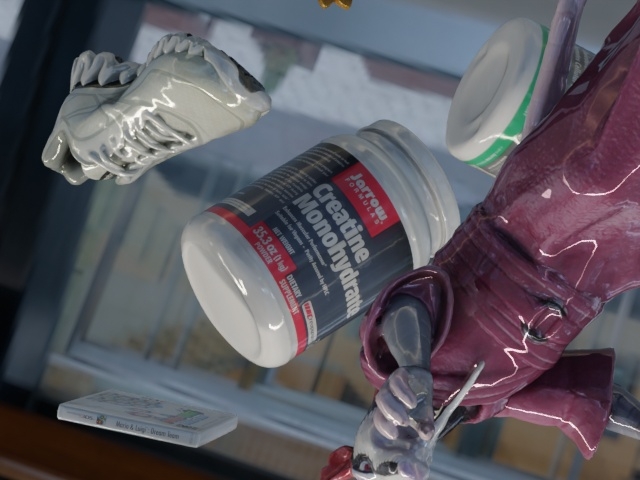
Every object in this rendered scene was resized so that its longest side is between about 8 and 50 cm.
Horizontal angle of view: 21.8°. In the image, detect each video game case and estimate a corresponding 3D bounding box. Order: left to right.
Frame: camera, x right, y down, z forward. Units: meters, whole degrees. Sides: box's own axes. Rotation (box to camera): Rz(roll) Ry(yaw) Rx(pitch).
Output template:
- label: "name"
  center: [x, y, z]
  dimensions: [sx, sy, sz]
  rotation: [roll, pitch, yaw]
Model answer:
- label: "video game case"
  center: [-0.169, 0.175, 1.653]
  dimensions: [0.143, 0.019, 0.157]
  rotation: [11, -178, 11]

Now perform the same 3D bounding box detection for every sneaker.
- label: "sneaker"
  center: [-0.147, -0.102, 1.439]
  dimensions: [0.110, 0.118, 0.292]
  rotation: [41, 157, -26]

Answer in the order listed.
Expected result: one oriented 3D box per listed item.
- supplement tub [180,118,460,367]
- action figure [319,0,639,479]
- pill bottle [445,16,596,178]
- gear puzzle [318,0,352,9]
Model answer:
- label: "supplement tub"
  center: [0.000, 0.000, 1.851]
  dimensions: [0.191, 0.272, 0.191]
  rotation: [46, 156, 28]
- label: "action figure"
  center: [0.113, 0.009, 0.970]
  dimensions: [0.248, 0.370, 0.276]
  rotation: [32, -163, -42]
- label: "pill bottle"
  center: [0.362, -0.125, 2.168]
  dimensions: [0.361, 0.204, 0.204]
  rotation: [25, 166, -17]
- label: "gear puzzle"
  center: [0.047, -0.380, 1.812]
  dimensions: [0.175, 0.339, 0.044]
  rotation: [21, 151, -11]
